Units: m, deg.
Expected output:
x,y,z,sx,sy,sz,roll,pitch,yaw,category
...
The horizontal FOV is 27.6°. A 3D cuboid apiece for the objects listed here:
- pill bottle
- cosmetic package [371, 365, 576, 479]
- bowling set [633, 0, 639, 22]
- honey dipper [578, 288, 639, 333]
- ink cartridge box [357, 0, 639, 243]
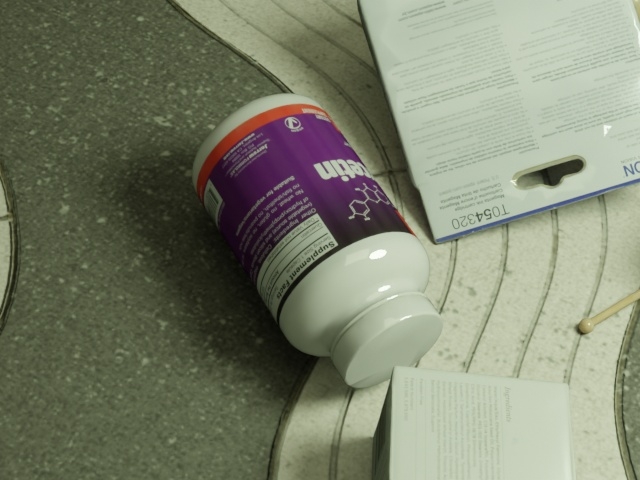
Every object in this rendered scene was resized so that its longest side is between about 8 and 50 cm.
x,y,z,sx,sy,sz,roll,pitch,yaw,category
0.000,0.000,1.450,0.181,0.181,0.323,-21,59,-22,pill bottle
0.150,0.235,1.311,0.183,0.151,0.151,6,53,-2,cosmetic package
0.393,-0.297,1.780,0.287,0.154,0.200,3,34,-4,bowling set
0.370,0.069,1.546,0.160,0.030,0.030,-27,61,-23,honey dipper
0.244,-0.194,1.615,0.324,0.071,0.330,-16,87,1,ink cartridge box
